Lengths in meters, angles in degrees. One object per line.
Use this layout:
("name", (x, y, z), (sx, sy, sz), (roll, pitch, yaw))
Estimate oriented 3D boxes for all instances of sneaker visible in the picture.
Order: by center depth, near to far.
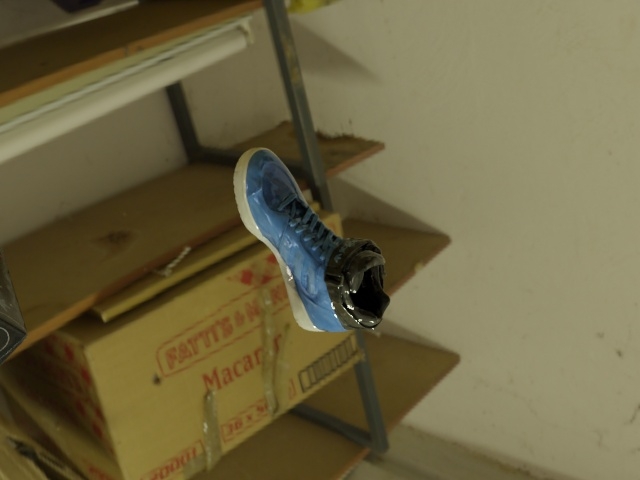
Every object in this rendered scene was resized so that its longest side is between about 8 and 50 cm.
("sneaker", (0.001, 0.000, 0.576), (0.084, 0.152, 0.058), (-4, -155, 43))

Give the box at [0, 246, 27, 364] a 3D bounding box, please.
("box", (-0.357, 0.028, 0.548), (0.163, 0.247, 0.142), (-46, -142, 2))
